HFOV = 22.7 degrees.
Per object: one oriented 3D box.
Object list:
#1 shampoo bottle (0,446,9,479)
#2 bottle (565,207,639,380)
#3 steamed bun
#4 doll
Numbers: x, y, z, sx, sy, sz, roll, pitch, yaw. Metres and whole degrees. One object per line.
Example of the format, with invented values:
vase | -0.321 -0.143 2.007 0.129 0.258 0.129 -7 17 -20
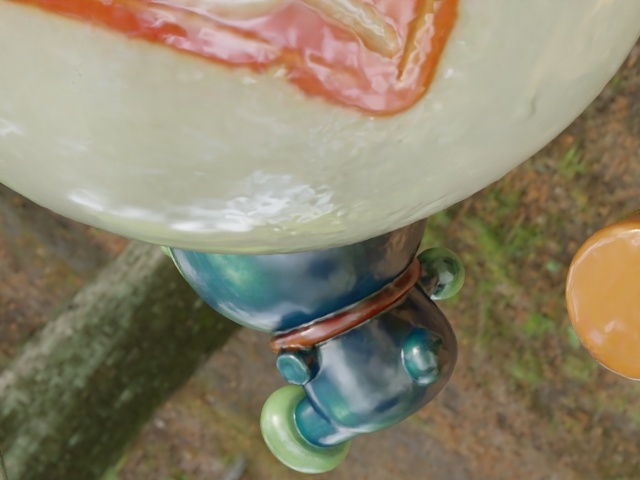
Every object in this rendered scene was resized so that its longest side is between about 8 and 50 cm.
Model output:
shampoo bottle | -0.363 0.192 0.958 0.134 0.359 0.078 7 110 53
bottle | 0.176 0.008 0.706 0.069 0.187 0.069 8 104 33
steamed bun | -0.031 -0.182 0.641 0.374 0.374 0.241 31 174 8
doll | -0.001 0.001 1.153 0.186 0.198 0.322 -16 109 51
